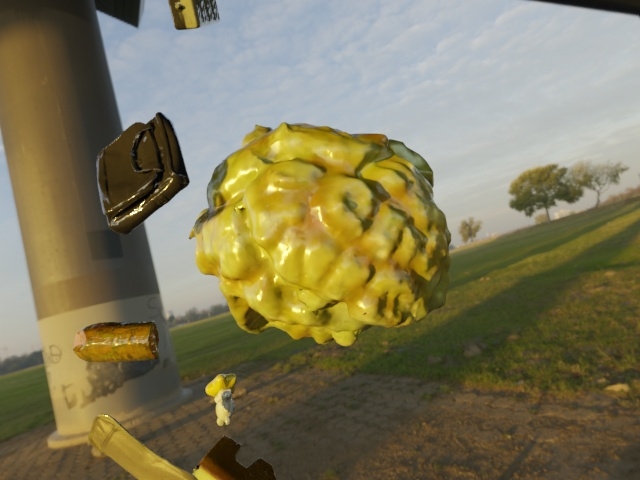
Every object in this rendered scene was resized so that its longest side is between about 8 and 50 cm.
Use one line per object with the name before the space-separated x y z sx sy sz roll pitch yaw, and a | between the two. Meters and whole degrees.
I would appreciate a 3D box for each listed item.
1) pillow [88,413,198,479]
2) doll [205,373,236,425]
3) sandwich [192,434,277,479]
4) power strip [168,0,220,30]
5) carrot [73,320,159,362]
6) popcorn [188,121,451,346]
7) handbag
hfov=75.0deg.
pillow | -0.307 0.382 0.720 0.130 0.218 0.033 -56 -1 34
doll | -0.226 0.369 0.969 0.072 0.113 0.135 -1 -24 -21
sandwich | -0.165 0.540 0.881 0.236 0.122 0.128 28 20 15
power strip | -0.315 -0.593 1.048 0.070 0.105 0.256 -6 31 5
carrot | -0.390 0.197 0.812 0.174 0.082 0.082 -4 -4 9
popcorn | -0.009 -0.002 0.517 0.336 0.274 0.279 8 6 -7
handbag | -0.447 -0.176 1.035 0.244 0.275 0.088 -33 -37 12
